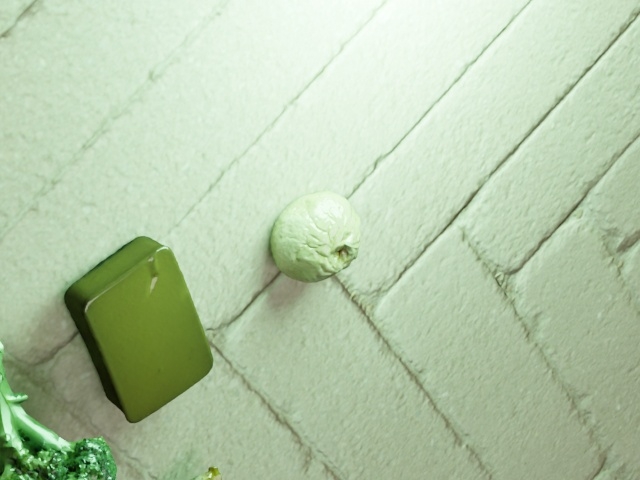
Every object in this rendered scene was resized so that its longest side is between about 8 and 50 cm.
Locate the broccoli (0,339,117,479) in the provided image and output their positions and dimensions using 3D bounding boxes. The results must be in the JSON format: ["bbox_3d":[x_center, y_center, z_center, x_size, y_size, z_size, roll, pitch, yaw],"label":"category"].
[{"bbox_3d":[-0.339,0.237,1.625,0.270,0.270,0.270,-10,84,-37],"label":"broccoli"}]

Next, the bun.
[{"bbox_3d":[0.000,0.000,1.875,0.115,0.069,0.115,-20,125,-31],"label":"bun"}]

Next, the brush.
[{"bbox_3d":[-0.199,0.098,1.769,0.123,0.059,0.197,-36,134,-23],"label":"brush"}]

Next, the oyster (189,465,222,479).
[{"bbox_3d":[-0.173,0.368,1.958,0.133,0.072,0.209,-36,154,-28],"label":"oyster"}]
